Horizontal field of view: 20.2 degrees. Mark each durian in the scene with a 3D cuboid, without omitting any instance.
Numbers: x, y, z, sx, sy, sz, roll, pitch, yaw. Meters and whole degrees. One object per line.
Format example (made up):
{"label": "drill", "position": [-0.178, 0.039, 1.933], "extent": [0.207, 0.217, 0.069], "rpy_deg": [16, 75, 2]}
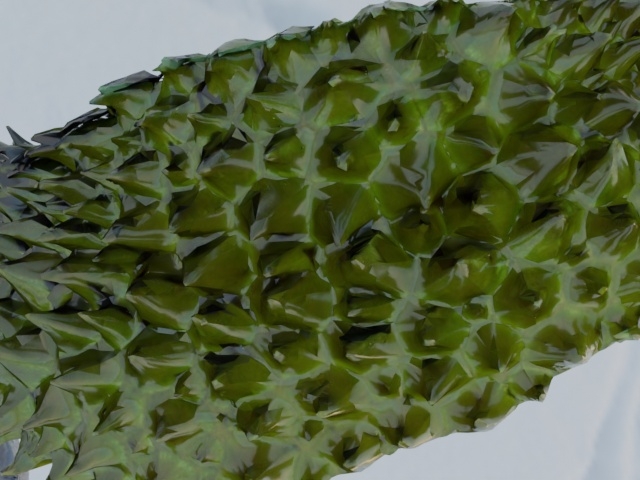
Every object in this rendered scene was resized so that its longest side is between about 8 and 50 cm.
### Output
{"label": "durian", "position": [0.000, 0.000, 0.669], "extent": [0.169, 0.351, 0.158], "rpy_deg": [-27, 99, -72]}

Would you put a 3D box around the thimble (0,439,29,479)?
{"label": "thimble", "position": [-0.290, 0.170, 1.039], "extent": [0.236, 0.172, 0.205], "rpy_deg": [-14, 65, -36]}
